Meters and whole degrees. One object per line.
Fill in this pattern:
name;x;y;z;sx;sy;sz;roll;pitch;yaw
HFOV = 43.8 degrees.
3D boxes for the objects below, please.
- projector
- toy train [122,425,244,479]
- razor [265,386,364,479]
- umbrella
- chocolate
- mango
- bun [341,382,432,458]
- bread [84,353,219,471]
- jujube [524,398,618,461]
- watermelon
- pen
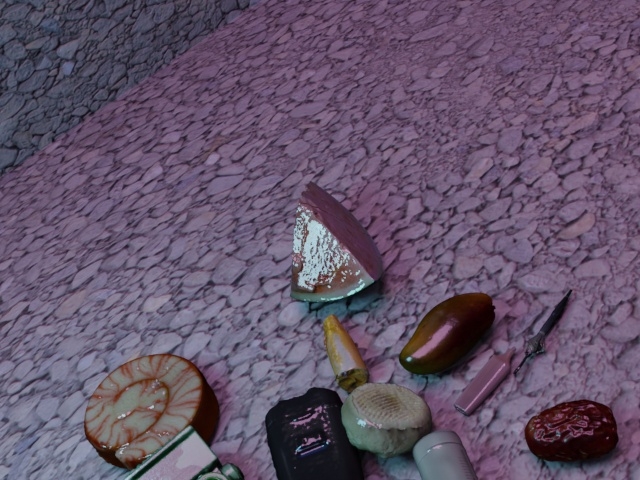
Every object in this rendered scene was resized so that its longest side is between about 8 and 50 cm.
projector;0.274;0.522;1.504;0.108;0.108;0.337;-21;41;2
toy train;-0.296;0.543;1.674;0.266;0.145;0.202;-38;66;-18
razor;-0.010;0.471;1.681;0.189;0.107;0.327;-20;42;2
umbrella;0.510;0.201;1.791;0.044;0.044;0.269;37;64;12
chocolate;0.053;0.262;1.908;0.085;0.086;0.219;-22;37;1
mango;0.287;0.212;1.822;0.267;0.111;0.133;-37;59;-18
bun;0.136;0.388;1.678;0.195;0.118;0.195;11;21;-4
bread;-0.404;0.416;1.909;0.327;0.114;0.295;17;54;37
jujube;0.491;0.375;1.563;0.176;0.109;0.112;-13;8;15
watermelon;-0.004;0.033;2.096;0.222;0.319;0.292;-47;-3;14
pen;0.369;0.303;1.751;0.197;0.032;0.053;-43;44;-18
